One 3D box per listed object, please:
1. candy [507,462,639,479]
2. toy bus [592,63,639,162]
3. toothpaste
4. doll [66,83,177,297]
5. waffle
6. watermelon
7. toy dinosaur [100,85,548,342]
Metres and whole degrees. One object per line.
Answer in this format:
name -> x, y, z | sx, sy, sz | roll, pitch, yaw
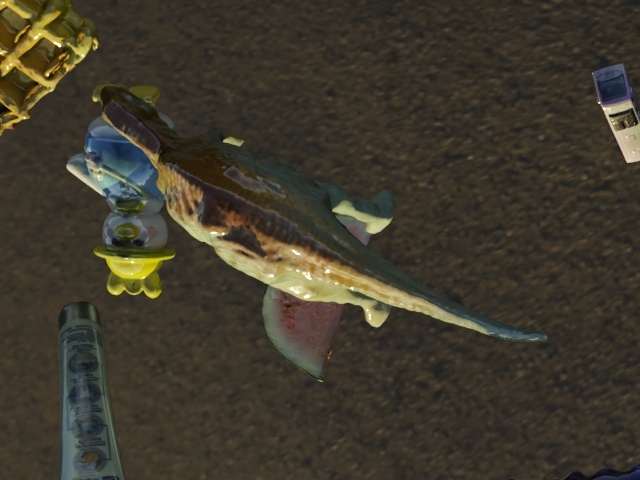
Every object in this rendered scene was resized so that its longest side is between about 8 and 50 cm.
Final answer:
candy -> 0.136, 0.216, 0.548 | 0.145, 0.070, 0.275 | -18, 76, 54
toy bus -> 0.311, -0.128, 1.413 | 0.037, 0.131, 0.052 | -15, 60, 18
toothpaste -> -0.198, 0.142, 1.169 | 0.239, 0.062, 0.039 | -107, 19, -49
doll -> -0.207, -0.054, 1.535 | 0.099, 0.135, 0.241 | -149, 56, -64
waffle -> -0.339, -0.151, 1.204 | 0.309, 0.065, 0.283 | 1, 117, 8
watermelon -> 0.003, 0.054, 1.252 | 0.087, 0.069, 0.163 | 9, 67, 31
toy dinosaur -> 0.000, 0.000, 0.951 | 0.393, 0.205, 0.092 | 41, 103, 44
